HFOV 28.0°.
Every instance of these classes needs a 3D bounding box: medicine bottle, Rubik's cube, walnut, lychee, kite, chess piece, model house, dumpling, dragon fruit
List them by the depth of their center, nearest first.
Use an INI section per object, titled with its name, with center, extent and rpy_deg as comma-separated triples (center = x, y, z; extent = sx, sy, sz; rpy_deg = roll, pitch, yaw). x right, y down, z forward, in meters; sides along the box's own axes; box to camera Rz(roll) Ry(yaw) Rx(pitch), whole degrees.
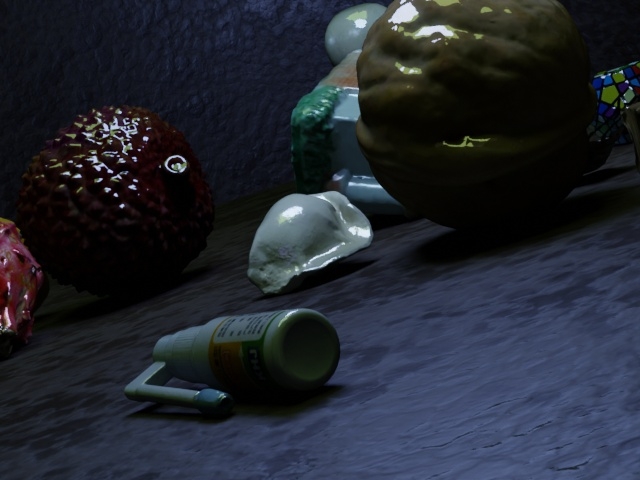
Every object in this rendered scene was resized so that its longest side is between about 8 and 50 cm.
[medicine bottle]
center = -0.078, 0.099, 1.007
extent = 0.092, 0.061, 0.221
rpy_deg = -43, 18, -29
[walnut]
center = 0.172, -0.149, 1.426
extent = 0.285, 0.296, 0.285
rpy_deg = -7, 27, 3
[dumpling]
center = -0.003, -0.006, 1.531
extent = 0.134, 0.100, 0.169
rpy_deg = 0, 16, 28
[kite]
center = 0.342, -0.124, 1.586
extent = 0.127, 0.016, 0.229
rpy_deg = -22, -20, -25
[dragon fruit]
center = -0.483, 0.069, 1.777
extent = 0.205, 0.210, 0.268
rpy_deg = -40, 51, -8
[model house]
center = 0.153, -0.141, 1.867
extent = 0.325, 0.194, 0.267
rpy_deg = 6, 29, 23
[Rubik's cube]
center = 0.458, -0.204, 1.919
extent = 0.112, 0.133, 0.133
rpy_deg = 11, 13, 11
[lychee]
center = -0.312, -0.056, 1.948
extent = 0.330, 0.306, 0.306
rpy_deg = -18, 5, 33
[chess piece]
center = 0.103, -0.229, 2.122
extent = 0.182, 0.330, 0.182
rpy_deg = -17, 5, 2

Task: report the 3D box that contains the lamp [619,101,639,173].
[lamp]
center = 0.465, -0.134, 1.372
extent = 0.089, 0.090, 0.325
rpy_deg = -21, 6, -26

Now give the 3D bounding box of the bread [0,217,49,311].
[bread]
center = -0.595, 0.083, 2.002
extent = 0.344, 0.195, 0.149
rpy_deg = -25, -11, -49
